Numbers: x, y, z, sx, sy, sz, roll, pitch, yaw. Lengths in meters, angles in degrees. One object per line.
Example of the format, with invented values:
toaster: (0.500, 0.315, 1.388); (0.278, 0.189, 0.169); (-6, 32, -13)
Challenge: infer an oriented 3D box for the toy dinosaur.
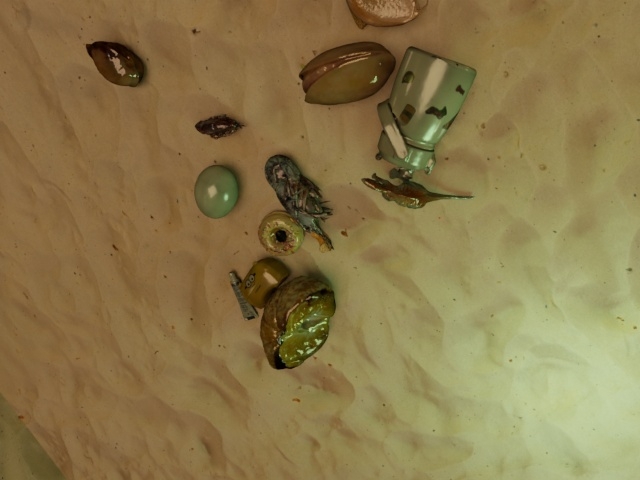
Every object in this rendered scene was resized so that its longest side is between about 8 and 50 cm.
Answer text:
toy dinosaur: (0.293, -0.148, 1.413); (0.393, 0.205, 0.092); (16, 107, -12)

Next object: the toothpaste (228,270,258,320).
toothpaste: (-0.307, 0.217, 1.761); (0.062, 0.037, 0.216); (-15, 109, 18)

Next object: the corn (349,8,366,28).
corn: (0.109, -0.672, 1.340); (0.037, 0.037, 0.092); (-24, 106, 20)

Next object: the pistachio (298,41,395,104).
pistachio: (0.078, -0.490, 1.333); (0.293, 0.181, 0.162); (-5, 92, 23)

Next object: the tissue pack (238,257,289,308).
tissue pack: (-0.211, 0.149, 1.665); (0.127, 0.123, 0.178); (40, 114, 8)

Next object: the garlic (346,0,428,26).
garlic: (0.166, -0.681, 1.252); (0.245, 0.145, 0.164); (35, 158, -10)

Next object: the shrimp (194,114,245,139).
shrimp: (-0.337, -0.386, 1.536); (0.190, 0.073, 0.074); (-3, 113, 20)

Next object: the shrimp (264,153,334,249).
shrimp: (-0.059, -0.127, 1.504); (0.372, 0.172, 0.137); (47, 108, 3)

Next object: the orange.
orange: (-0.089, 0.275, 1.624); (0.210, 0.271, 0.368); (39, 123, 41)

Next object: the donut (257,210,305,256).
donut: (-0.145, -0.019, 1.619); (0.175, 0.068, 0.174); (4, 109, 12)

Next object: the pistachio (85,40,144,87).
pistachio: (-0.691, -0.600, 1.524); (0.210, 0.130, 0.165); (29, 154, 2)

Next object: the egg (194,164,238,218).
egg: (-0.361, -0.167, 1.575); (0.149, 0.149, 0.192); (18, 119, 8)

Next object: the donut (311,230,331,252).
donut: (0.000, 0.000, 1.594); (0.083, 0.067, 0.038); (35, 133, -28)

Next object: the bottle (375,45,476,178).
bottle: (0.275, -0.361, 1.323); (0.229, 0.229, 0.351); (24, 116, 5)
